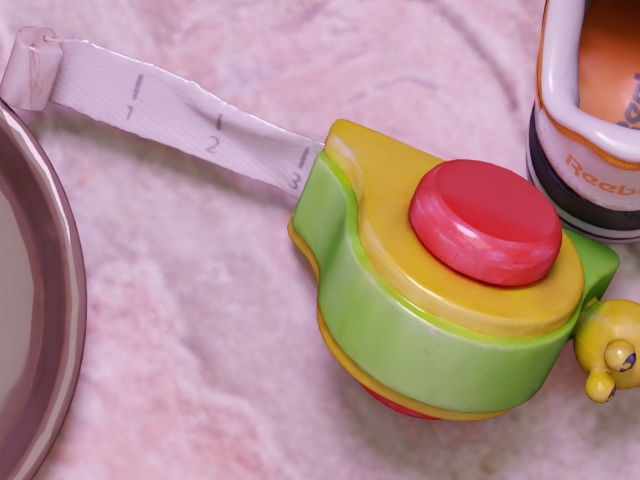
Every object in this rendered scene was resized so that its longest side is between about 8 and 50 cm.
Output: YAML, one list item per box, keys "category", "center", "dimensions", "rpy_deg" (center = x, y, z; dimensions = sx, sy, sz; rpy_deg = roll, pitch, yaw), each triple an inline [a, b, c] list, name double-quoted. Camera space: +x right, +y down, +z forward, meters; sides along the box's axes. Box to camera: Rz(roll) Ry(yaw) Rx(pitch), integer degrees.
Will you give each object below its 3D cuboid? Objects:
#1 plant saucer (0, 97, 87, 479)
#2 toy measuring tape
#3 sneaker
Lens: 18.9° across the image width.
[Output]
- category: "plant saucer"
  center: [-0.246, 0.033, 0.900]
  dimensions: [0.278, 0.041, 0.277]
  rpy_deg: [0, 82, -1]
- category: "toy measuring tape"
  center: [0.000, 0.000, 0.858]
  dimensions: [0.330, 0.121, 0.121]
  rpy_deg: [23, 83, -1]
- category: "sneaker"
  center: [0.179, -0.159, 0.885]
  dimensions: [0.126, 0.127, 0.321]
  rpy_deg: [14, 81, 3]
